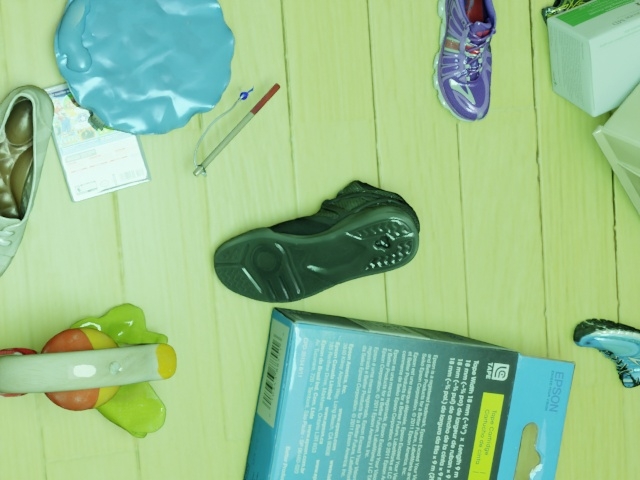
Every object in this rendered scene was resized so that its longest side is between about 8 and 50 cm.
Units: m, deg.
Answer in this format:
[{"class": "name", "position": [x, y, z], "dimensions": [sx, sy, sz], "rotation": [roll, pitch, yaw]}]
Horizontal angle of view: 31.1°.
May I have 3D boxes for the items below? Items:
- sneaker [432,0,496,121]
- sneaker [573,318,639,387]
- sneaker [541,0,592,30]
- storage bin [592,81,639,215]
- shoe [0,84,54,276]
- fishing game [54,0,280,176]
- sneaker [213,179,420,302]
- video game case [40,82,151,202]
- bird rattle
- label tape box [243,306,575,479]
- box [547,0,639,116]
[{"class": "sneaker", "position": [0.165, -0.217, 1.284], "dimensions": [0.068, 0.071, 0.170], "rotation": [-7, 98, -16]}, {"class": "sneaker", "position": [0.375, 0.143, 1.384], "dimensions": [0.162, 0.063, 0.073], "rotation": [18, 93, -17]}, {"class": "sneaker", "position": [0.294, -0.275, 1.336], "dimensions": [0.083, 0.031, 0.035], "rotation": [-35, 100, -12]}, {"class": "storage bin", "position": [0.476, -0.124, 1.315], "dimensions": [0.262, 0.123, 0.260], "rotation": [-49, 132, -7]}, {"class": "shoe", "position": [-0.325, -0.053, 1.157], "dimensions": [0.076, 0.058, 0.219], "rotation": [17, 94, -16]}, {"class": "fishing game", "position": [-0.182, -0.196, 1.196], "dimensions": [0.264, 0.041, 0.189], "rotation": [42, 75, -9]}, {"class": "sneaker", "position": [0.000, 0.000, 1.256], "dimensions": [0.227, 0.130, 0.087], "rotation": [-16, 106, 14]}, {"class": "video game case", "position": [-0.236, -0.110, 1.206], "dimensions": [0.087, 0.011, 0.122], "rotation": [-17, 100, -14]}, {"class": "bird rattle", "position": [-0.254, 0.118, 1.122], "dimensions": [0.253, 0.207, 0.143], "rotation": [9, 77, -35]}, {"class": "label tape box", "position": [0.095, 0.221, 1.284], "dimensions": [0.333, 0.106, 0.241], "rotation": [10, 92, -17]}, {"class": "box", "position": [0.325, -0.213, 1.307], "dimensions": [0.101, 0.087, 0.102], "rotation": [-23, 126, -13]}]
